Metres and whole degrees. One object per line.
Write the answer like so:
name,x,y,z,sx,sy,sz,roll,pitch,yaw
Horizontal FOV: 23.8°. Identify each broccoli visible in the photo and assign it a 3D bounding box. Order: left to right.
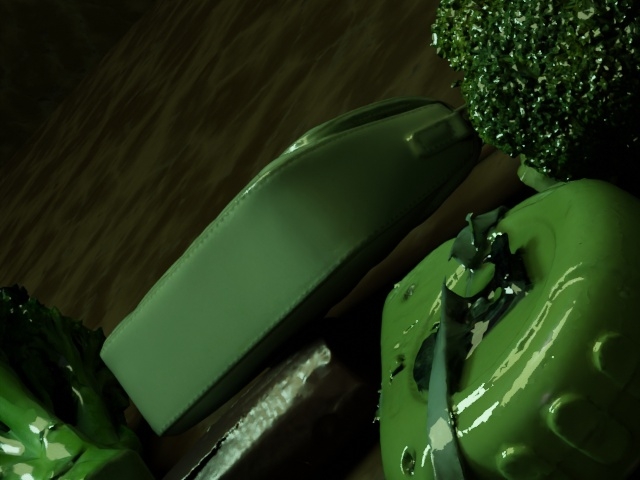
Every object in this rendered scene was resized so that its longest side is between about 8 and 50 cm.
broccoli,-0.230,0.162,1.071,0.269,0.254,0.269,-13,70,37
broccoli,0.128,-0.086,0.712,0.162,0.146,0.138,-94,10,-45

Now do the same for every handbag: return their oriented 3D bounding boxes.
handbag,0.000,0.000,0.883,0.219,0.079,0.256,-32,-9,-45

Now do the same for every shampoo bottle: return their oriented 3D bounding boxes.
shampoo bottle,-0.056,0.142,0.839,0.236,0.068,0.067,-47,15,17

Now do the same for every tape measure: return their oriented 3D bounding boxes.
tape measure,0.085,0.046,0.617,0.154,0.087,0.177,-44,21,26
